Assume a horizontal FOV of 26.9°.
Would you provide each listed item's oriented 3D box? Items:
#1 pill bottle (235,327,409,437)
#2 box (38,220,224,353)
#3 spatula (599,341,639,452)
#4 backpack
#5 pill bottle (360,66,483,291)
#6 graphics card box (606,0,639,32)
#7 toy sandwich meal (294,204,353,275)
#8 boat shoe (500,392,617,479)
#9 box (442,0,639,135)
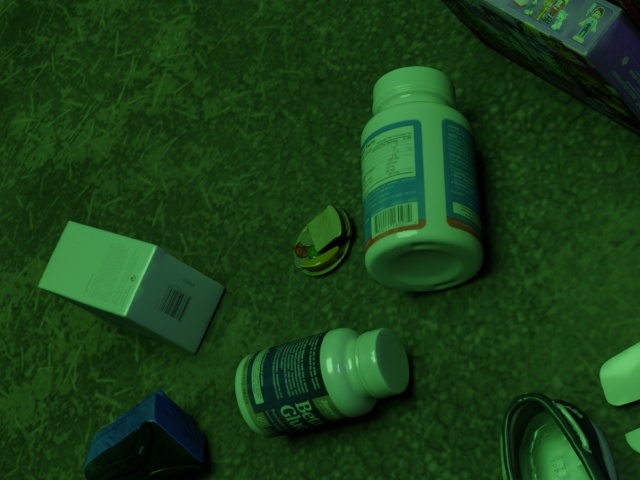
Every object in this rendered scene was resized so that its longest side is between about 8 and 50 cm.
[{"bbox_3d":[0.003,0.144,1.390,0.169,0.094,0.094,-19,56,30],"label":"pill bottle"},{"bbox_3d":[-0.226,0.055,1.593,0.170,0.130,0.091,15,76,41],"label":"box"},{"bbox_3d":[0.372,0.132,1.163,0.242,0.019,0.168,-28,51,23],"label":"spatula"},{"bbox_3d":[-0.199,0.236,1.499,0.120,0.098,0.101,-38,20,15],"label":"backpack"},{"bbox_3d":[0.105,-0.068,1.410,0.124,0.124,0.222,-18,56,29],"label":"pill bottle"},{"bbox_3d":[0.252,-0.288,1.343,0.094,0.232,0.371,-55,45,4],"label":"graphics card box"},{"bbox_3d":[0.000,0.000,1.517,0.085,0.029,0.086,-18,56,29],"label":"toy sandwich meal"},{"bbox_3d":[0.223,0.272,1.150,0.114,0.091,0.303,-34,50,19],"label":"boat shoe"},{"bbox_3d":[0.225,-0.212,1.343,0.057,0.201,0.293,-52,46,3],"label":"box"}]
